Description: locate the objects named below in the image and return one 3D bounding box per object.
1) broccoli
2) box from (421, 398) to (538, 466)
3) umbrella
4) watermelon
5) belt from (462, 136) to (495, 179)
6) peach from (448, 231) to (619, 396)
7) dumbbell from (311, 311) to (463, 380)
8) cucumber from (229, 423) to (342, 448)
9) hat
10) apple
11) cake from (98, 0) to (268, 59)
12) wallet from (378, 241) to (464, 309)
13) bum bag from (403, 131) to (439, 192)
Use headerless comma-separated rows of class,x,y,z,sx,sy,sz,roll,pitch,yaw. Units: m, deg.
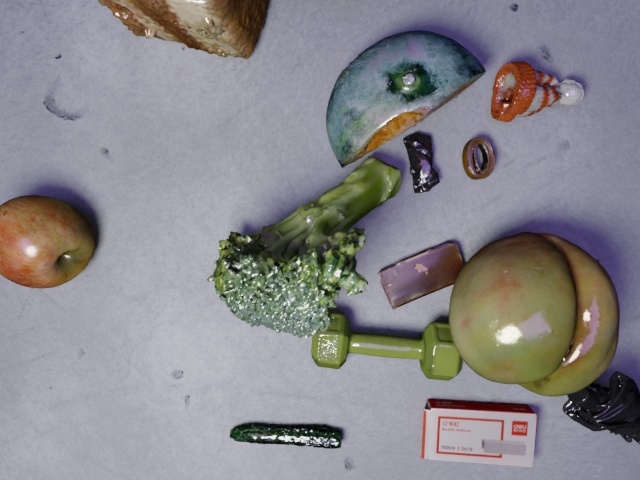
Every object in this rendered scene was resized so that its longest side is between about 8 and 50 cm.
broccoli,-0.033,0.002,0.797,0.354,0.396,0.274,-3,133,25
box,0.331,0.408,0.885,0.230,0.050,0.122,2,95,5
umbrella,0.571,0.325,0.791,0.273,0.110,0.122,29,139,-20
watermelon,0.128,-0.294,0.776,0.322,0.175,0.188,-36,92,6
belt,0.320,-0.165,0.842,0.059,0.036,0.083,-9,95,-1
peach,0.379,0.128,0.758,0.293,0.247,0.291,3,67,-8
dumbbell,0.134,0.217,0.856,0.303,0.121,0.108,4,124,4
cucumber,-0.080,0.434,0.927,0.257,0.043,0.043,0,90,6
hat,0.426,-0.285,0.807,0.163,0.093,0.112,-1,105,-13
apple,-0.582,0.000,0.861,0.174,0.188,0.188,35,97,12
cake,-0.251,-0.507,0.750,0.291,0.256,0.281,20,98,7
wallet,0.216,0.072,0.877,0.176,0.026,0.095,-25,98,8
bum bag,0.207,-0.161,0.851,0.058,0.034,0.124,-10,94,15
